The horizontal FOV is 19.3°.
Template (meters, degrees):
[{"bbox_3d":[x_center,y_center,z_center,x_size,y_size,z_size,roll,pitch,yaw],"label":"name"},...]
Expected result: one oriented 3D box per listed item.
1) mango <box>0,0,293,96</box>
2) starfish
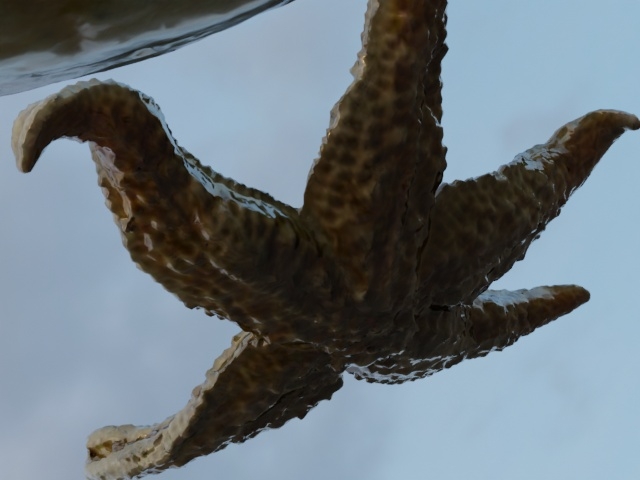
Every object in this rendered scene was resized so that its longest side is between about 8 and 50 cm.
[{"bbox_3d":[-0.108,-0.107,0.436,0.329,0.175,0.176,-12,-45,-32],"label":"mango"},{"bbox_3d":[0.003,0.008,0.853,0.327,0.094,0.375,-45,-40,9],"label":"starfish"}]
